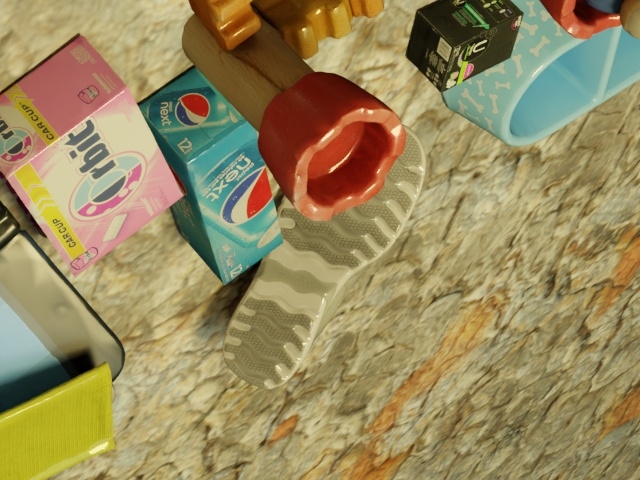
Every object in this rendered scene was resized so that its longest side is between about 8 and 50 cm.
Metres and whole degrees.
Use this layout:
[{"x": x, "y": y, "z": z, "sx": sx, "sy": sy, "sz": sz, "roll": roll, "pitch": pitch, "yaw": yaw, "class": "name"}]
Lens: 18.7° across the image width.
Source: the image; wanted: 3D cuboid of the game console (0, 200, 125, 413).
[{"x": -0.301, "y": 0.116, "z": 1.398, "sx": 0.293, "sy": 0.173, "sz": 0.250, "roll": -40, "pitch": 180, "yaw": -5, "class": "game console"}]

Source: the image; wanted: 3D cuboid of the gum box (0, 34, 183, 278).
[{"x": -0.178, "y": -0.057, "z": 1.448, "sx": 0.107, "sy": 0.062, "sz": 0.188, "roll": -38, "pitch": 155, "yaw": -8, "class": "gum box"}]

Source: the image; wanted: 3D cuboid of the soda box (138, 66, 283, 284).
[{"x": -0.086, "y": -0.051, "z": 1.580, "sx": 0.067, "sy": 0.071, "sz": 0.210, "roll": -36, "pitch": 154, "yaw": -12, "class": "soda box"}]

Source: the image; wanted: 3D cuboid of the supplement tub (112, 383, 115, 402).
[{"x": -0.270, "y": 0.143, "z": 1.574, "sx": 0.190, "sy": 0.117, "sz": 0.117, "roll": -39, "pitch": 155, "yaw": -4, "class": "supplement tub"}]

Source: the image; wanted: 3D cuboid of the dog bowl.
[{"x": 0.252, "y": -0.192, "z": 1.838, "sx": 0.297, "sy": 0.074, "sz": 0.166, "roll": -31, "pitch": 153, "yaw": -21, "class": "dog bowl"}]

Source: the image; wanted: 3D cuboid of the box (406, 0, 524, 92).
[{"x": 0.127, "y": -0.180, "z": 1.702, "sx": 0.083, "sy": 0.052, "sz": 0.062, "roll": -28, "pitch": 153, "yaw": -28, "class": "box"}]

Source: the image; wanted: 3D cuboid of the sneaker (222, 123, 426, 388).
[{"x": 0.000, "y": 0.000, "z": 1.796, "sx": 0.281, "sy": 0.105, "sz": 0.115, "roll": -54, "pitch": -178, "yaw": 20, "class": "sneaker"}]

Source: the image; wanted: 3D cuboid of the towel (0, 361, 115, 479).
[{"x": -0.259, "y": 0.176, "z": 1.473, "sx": 0.237, "sy": 0.021, "sz": 0.102, "roll": -26, "pitch": 146, "yaw": -26, "class": "towel"}]

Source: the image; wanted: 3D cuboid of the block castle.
[{"x": 0.049, "y": -0.238, "z": 1.084, "sx": 0.303, "sy": 0.213, "sz": 0.453, "roll": -34, "pitch": 146, "yaw": -13, "class": "block castle"}]
